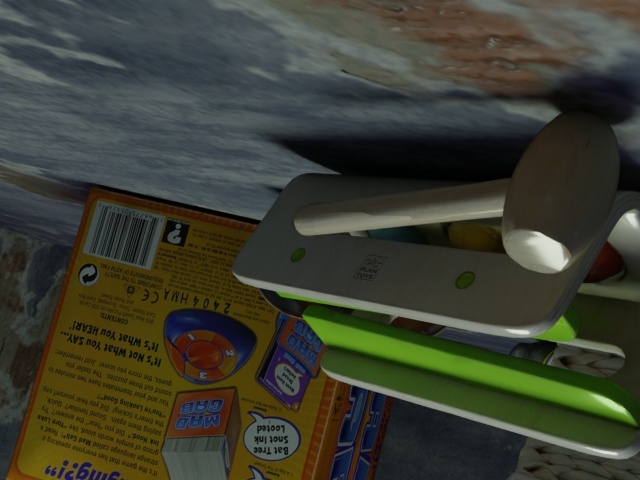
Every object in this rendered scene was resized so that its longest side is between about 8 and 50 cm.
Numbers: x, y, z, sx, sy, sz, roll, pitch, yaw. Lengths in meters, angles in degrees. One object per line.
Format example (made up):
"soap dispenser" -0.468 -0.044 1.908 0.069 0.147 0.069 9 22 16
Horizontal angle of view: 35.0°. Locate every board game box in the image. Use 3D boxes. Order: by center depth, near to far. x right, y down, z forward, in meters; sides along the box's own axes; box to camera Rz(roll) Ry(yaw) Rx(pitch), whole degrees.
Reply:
"board game box" -0.109 0.172 1.288 0.357 0.356 0.356 13 173 16

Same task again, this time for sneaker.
"sneaker" 0.424 0.226 1.740 0.121 0.111 0.300 22 173 38

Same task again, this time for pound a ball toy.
"pound a ball toy" 0.081 -0.001 0.607 0.319 0.135 0.208 6 144 50

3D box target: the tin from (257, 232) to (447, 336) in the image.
"tin" 0.034 0.026 0.881 0.190 0.106 0.040 14 -179 11

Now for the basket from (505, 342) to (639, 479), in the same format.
"basket" 0.384 0.276 1.105 0.331 0.266 0.328 11 149 20
